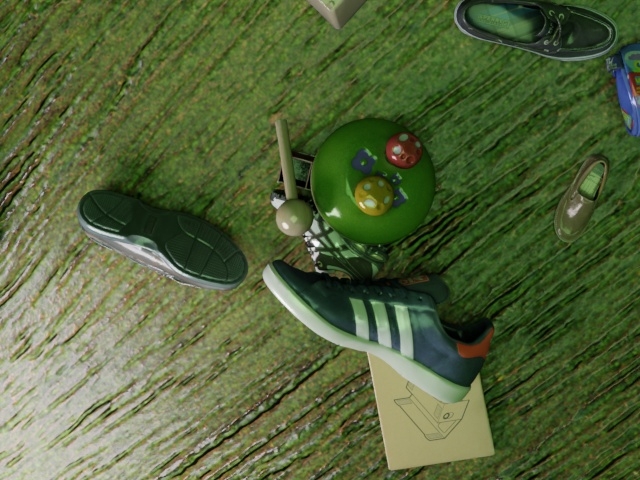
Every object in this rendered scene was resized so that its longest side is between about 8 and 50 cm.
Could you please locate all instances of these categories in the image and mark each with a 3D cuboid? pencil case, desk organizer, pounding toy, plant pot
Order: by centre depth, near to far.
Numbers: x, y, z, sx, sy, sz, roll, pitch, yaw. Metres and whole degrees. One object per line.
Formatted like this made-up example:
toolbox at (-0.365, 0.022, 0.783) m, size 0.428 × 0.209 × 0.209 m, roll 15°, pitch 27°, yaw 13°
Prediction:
pencil case at (0.540, -0.241, 1.399) m, size 0.306 × 0.119 × 0.133 m, roll -16°, pitch 71°, yaw 10°
plant pot at (0.019, -0.366, 1.437) m, size 0.109 × 0.096 × 0.109 m, roll 44°, pitch 102°, yaw -4°
pounding toy at (0.060, -0.090, 1.442) m, size 0.237 × 0.110 × 0.183 m, roll 1°, pitch 84°, yaw -13°
desk organizer at (0.005, -0.093, 1.518) m, size 0.130 × 0.050 × 0.047 m, roll 15°, pitch 103°, yaw 3°

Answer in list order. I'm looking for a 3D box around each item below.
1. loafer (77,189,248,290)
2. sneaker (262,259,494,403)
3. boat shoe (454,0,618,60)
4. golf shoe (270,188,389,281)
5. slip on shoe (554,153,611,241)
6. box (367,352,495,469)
loafer at (-0.235, 0.006, 1.560) m, size 0.267 × 0.084 × 0.096 m, roll 25°, pitch 61°, yaw -1°
sneaker at (0.091, 0.088, 1.483) m, size 0.350 × 0.131 × 0.148 m, roll 29°, pitch 102°, yaw -16°
boat shoe at (0.298, -0.297, 1.433) m, size 0.228 × 0.076 × 0.080 m, roll 14°, pitch 103°, yaw 3°
golf shoe at (0.000, 0.000, 1.526) m, size 0.198 × 0.077 × 0.094 m, roll 33°, pitch 103°, yaw 0°
slip on shoe at (0.376, -0.059, 1.491) m, size 0.051 × 0.041 × 0.135 m, roll 26°, pitch 103°, yaw 0°
box at (0.168, 0.242, 1.586) m, size 0.164 × 0.021 × 0.201 m, roll -10°, pitch 100°, yaw 8°
